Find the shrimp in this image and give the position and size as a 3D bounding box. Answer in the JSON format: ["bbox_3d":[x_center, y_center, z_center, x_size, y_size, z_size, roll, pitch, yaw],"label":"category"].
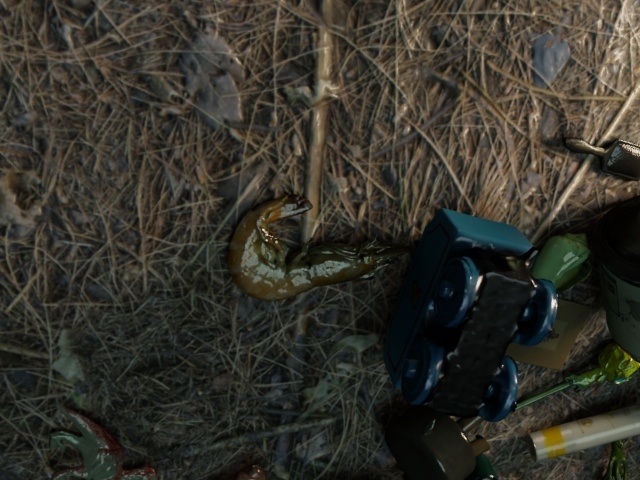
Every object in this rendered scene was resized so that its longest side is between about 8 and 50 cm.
[{"bbox_3d":[0.000,0.000,1.420,0.296,0.058,0.169,-13,116,-10],"label":"shrimp"}]

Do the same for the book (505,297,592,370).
[{"bbox_3d":[0.385,0.159,1.653,0.198,0.016,0.138,15,109,-25],"label":"book"}]

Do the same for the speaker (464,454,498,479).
[{"bbox_3d":[0.283,0.449,1.724,0.094,0.075,0.060,-18,120,0],"label":"speaker"}]

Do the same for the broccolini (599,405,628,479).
[{"bbox_3d":[0.587,0.426,1.847,0.067,0.058,0.216,-38,123,-47],"label":"broccolini"}]

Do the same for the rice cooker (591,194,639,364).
[{"bbox_3d":[0.599,0.054,1.538,0.316,0.264,0.317,-20,116,-47],"label":"rice cooker"}]

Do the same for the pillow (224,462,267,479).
[{"bbox_3d":[-0.156,0.515,1.592,0.223,0.084,0.236,-31,121,-4],"label":"pillow"}]

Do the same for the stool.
[{"bbox_3d":[0.202,0.362,1.629,0.139,0.228,0.153,-34,80,-25],"label":"stool"}]

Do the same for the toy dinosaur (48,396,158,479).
[{"bbox_3d":[-0.354,0.330,1.451,0.167,0.053,0.242,-13,118,-15],"label":"toy dinosaur"}]

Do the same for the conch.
[{"bbox_3d":[0.405,0.059,1.577,0.105,0.079,0.170,36,105,-20],"label":"conch"}]

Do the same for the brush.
[{"bbox_3d":[0.483,-0.145,1.540,0.193,0.016,0.063,12,109,-25],"label":"brush"}]

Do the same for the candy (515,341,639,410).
[{"bbox_3d":[0.480,0.265,1.718,0.262,0.073,0.077,-23,131,-1],"label":"candy"}]

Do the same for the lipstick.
[{"bbox_3d":[0.531,0.367,1.763,0.264,0.059,0.059,-13,119,-4],"label":"lipstick"}]

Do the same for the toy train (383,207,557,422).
[{"bbox_3d":[0.225,0.114,1.431,0.188,0.265,0.300,14,111,-15],"label":"toy train"}]
